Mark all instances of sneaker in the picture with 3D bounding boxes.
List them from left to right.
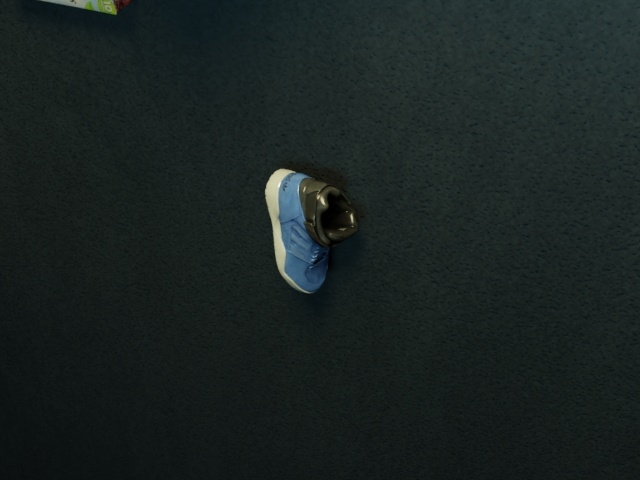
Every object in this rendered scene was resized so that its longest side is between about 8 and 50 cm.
[{"bbox_3d":[-0.001,0.000,1.095,0.084,0.058,0.152,17,133,35],"label":"sneaker"}]

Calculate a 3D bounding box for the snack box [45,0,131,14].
[{"bbox_3d":[-0.249,-0.272,1.006,0.141,0.037,0.100,15,139,24],"label":"snack box"}]
